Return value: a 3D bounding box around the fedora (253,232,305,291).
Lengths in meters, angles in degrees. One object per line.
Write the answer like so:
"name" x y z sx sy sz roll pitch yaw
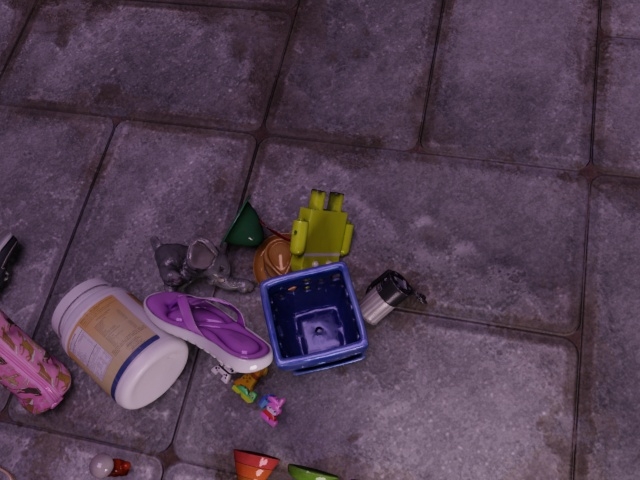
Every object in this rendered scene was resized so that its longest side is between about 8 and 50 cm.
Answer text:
"fedora" -0.108 0.058 1.833 0.194 0.079 0.195 -3 67 7

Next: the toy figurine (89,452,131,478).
"toy figurine" -0.521 0.654 1.588 0.213 0.148 0.209 37 76 20

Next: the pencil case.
"pencil case" -0.798 0.293 1.660 0.159 0.386 0.167 -15 47 5

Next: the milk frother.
"milk frother" 0.195 0.164 1.742 0.143 0.129 0.135 43 115 -6

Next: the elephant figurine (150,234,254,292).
"elephant figurine" -0.334 0.068 1.837 0.239 0.186 0.169 -18 31 -11

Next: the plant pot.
"plant pot" -0.008 0.215 1.677 0.235 0.212 0.236 -15 65 2

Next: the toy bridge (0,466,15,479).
"toy bridge" -0.830 0.651 1.698 0.063 0.026 0.188 -35 67 -9

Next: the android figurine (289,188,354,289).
"android figurine" 0.000 0.000 1.764 0.056 0.248 0.273 13 96 36

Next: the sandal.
"sandal" -0.274 0.193 1.625 0.416 0.169 0.102 23 115 31

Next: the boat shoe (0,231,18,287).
"boat shoe" -0.986 0.118 1.924 0.114 0.091 0.303 4 59 58

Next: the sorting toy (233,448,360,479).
"sorting toy" -0.054 0.607 1.563 0.365 0.127 0.126 11 74 14

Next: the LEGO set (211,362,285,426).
"LEGO set" -0.164 0.374 1.695 0.227 0.087 0.093 36 91 20

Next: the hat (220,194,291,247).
"hat" -0.169 -0.010 1.851 0.183 0.208 0.173 29 108 -7

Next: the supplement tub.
"supplement tub" -0.533 0.266 1.717 0.316 0.228 0.228 36 75 21
